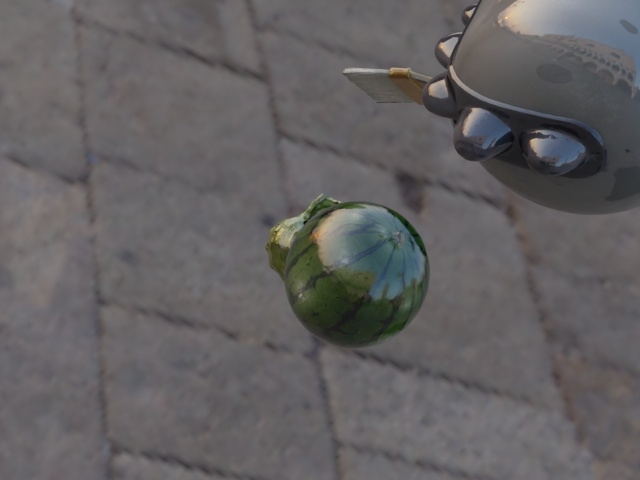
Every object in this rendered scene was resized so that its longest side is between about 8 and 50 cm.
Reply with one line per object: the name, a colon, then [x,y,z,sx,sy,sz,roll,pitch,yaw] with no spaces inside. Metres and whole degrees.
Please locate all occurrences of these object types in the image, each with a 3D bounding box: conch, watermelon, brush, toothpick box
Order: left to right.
conch: [0.000,0.000,1.782,0.074,0.089,0.121,22,-12,-30]
watermelon: [0.020,0.026,1.313,0.109,0.109,0.109,22,34,-16]
brush: [0.164,-0.153,1.963,0.272,0.013,0.103,2,-11,21]
toothpick box: [0.213,-0.159,1.562,0.229,0.229,0.316,32,50,-1]
